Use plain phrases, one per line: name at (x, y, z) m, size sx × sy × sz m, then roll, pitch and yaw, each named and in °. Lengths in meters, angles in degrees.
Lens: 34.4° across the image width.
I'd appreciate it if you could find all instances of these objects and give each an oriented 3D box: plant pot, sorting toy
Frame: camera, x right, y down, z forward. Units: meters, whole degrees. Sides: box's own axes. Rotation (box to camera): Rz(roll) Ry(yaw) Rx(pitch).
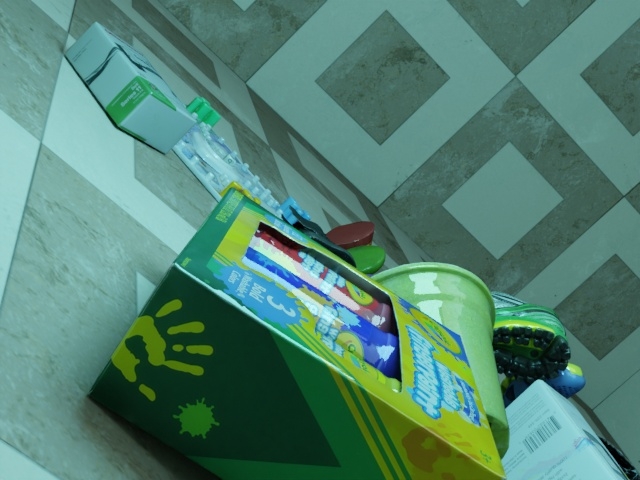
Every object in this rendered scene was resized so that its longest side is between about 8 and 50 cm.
plant pot at (0.161, 0.218, 1.541) m, size 0.276 × 0.276 × 0.253 m, roll 39°, pitch 24°, yaw -35°
sorting toy at (0.088, 0.081, 2.238) m, size 0.365 × 0.127 × 0.126 m, roll -102°, pitch 176°, yaw -67°

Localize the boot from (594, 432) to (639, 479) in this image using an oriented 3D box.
boot at (0.478, 0.443, 1.833) m, size 0.263 × 0.091 × 0.229 m, roll 46°, pitch -34°, yaw -14°

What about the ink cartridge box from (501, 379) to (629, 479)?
ink cartridge box at (0.365, 0.407, 1.630) m, size 0.131 × 0.226 × 0.306 m, roll 38°, pitch 14°, yaw -35°

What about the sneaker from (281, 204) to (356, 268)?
sneaker at (-0.002, 0.002, 2.041) m, size 0.170 × 0.051 × 0.089 m, roll 33°, pitch 18°, yaw -30°

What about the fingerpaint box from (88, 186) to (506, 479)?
fingerpaint box at (-0.011, 0.131, 1.156) m, size 0.371 × 0.163 × 0.445 m, roll 34°, pitch 11°, yaw -4°

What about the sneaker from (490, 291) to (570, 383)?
sneaker at (0.248, 0.149, 1.766) m, size 0.344 × 0.134 × 0.146 m, roll 12°, pitch 25°, yaw 3°

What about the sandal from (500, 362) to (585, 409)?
sandal at (0.352, 0.318, 1.840) m, size 0.126 × 0.317 × 0.138 m, roll 18°, pitch 48°, yaw -26°

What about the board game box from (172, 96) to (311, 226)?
board game box at (-0.205, -0.177, 2.100) m, size 0.390 × 0.050 × 0.390 m, roll 49°, pitch 10°, yaw 13°

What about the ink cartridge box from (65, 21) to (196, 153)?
ink cartridge box at (-0.335, -0.269, 1.821) m, size 0.208 × 0.087 × 0.153 m, roll 50°, pitch 10°, yaw 27°
